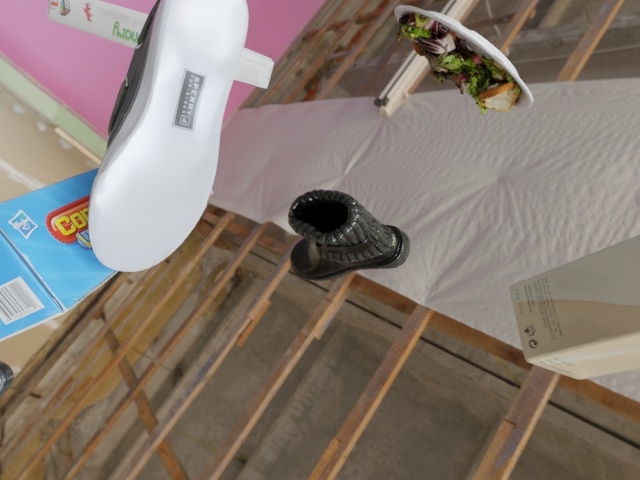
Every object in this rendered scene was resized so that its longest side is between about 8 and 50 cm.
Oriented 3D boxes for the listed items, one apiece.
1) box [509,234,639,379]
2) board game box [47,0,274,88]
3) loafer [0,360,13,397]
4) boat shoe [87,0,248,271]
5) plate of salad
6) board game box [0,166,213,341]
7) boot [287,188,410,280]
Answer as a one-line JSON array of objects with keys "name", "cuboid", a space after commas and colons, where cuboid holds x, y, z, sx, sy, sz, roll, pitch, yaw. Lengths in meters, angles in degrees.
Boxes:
[{"name": "box", "cuboid": [0.425, 0.074, 0.532, 0.311, 0.148, 0.121, -38, -141, 46]}, {"name": "board game box", "cuboid": [-0.254, -0.325, 0.687, 0.306, 0.193, 0.053, 26, -71, 23]}, {"name": "loafer", "cuboid": [-0.497, 0.229, 0.564, 0.223, 0.076, 0.078, -39, -174, 5]}, {"name": "boat shoe", "cuboid": [-0.124, -0.090, 0.326, 0.076, 0.080, 0.228, 34, -71, 51]}, {"name": "plate of salad", "cuboid": [0.165, -0.212, 0.514, 0.048, 0.200, 0.199, -54, -146, 17]}, {"name": "board game box", "cuboid": [-0.311, 0.014, 0.454, 0.309, 0.086, 0.302, -23, -162, 15]}, {"name": "boot", "cuboid": [0.001, -0.004, 0.959, 0.348, 0.260, 0.130, -15, -113, 36]}]
